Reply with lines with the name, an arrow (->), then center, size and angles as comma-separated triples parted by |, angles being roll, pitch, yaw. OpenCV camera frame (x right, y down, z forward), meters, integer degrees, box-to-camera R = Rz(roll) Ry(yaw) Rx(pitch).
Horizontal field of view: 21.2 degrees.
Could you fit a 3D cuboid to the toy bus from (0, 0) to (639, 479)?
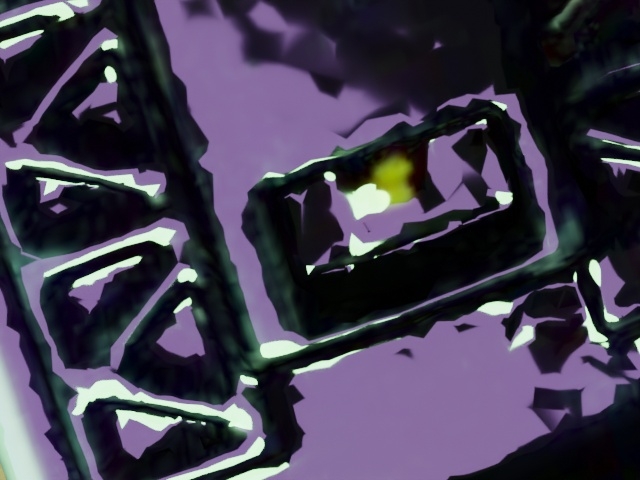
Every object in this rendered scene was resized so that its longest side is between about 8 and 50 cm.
toy bus -> 0.000, 0.000, 0.460 | 0.209, 0.249, 0.440 | -20, 96, -9
